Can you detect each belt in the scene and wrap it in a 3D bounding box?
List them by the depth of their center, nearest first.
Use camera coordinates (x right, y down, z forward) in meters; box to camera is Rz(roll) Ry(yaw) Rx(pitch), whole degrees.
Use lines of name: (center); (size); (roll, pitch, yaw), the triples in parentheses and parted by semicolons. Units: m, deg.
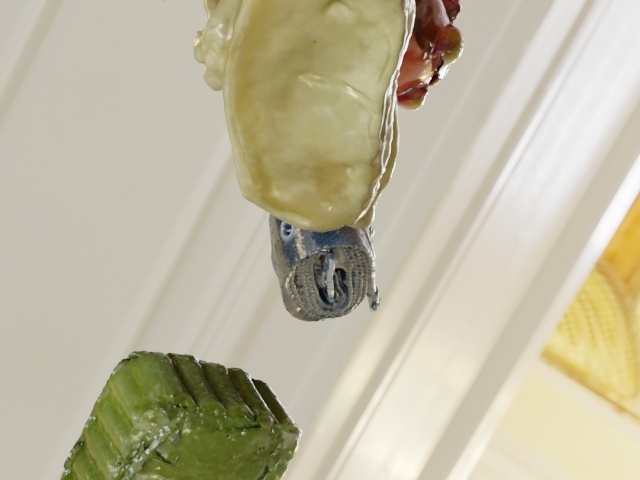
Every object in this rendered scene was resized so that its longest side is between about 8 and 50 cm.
belt: (0.000, 0.001, 1.865); (0.218, 0.122, 0.128); (85, 172, -67)

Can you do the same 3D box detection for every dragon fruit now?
dragon fruit: (0.074, -0.312, 2.199); (0.243, 0.227, 0.307); (11, 135, 47)

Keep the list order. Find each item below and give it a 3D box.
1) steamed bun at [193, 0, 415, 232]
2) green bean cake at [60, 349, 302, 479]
steamed bun: (-0.034, -0.213, 1.622); (0.247, 0.428, 0.189); (1, -139, -1)
green bean cake: (-0.147, 0.232, 1.682); (0.200, 0.214, 0.113); (16, -160, -32)
